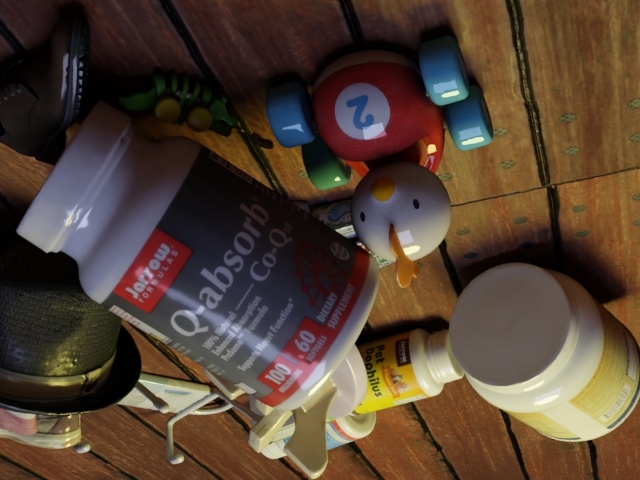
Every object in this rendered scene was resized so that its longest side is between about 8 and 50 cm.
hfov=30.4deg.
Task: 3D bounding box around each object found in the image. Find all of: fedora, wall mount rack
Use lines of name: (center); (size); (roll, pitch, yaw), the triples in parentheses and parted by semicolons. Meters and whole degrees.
fedora: (-0.368, 0.086, 1.549); (0.334, 0.334, 0.152); (13, 114, -33)
wall mount rack: (-0.268, 0.301, 2.071); (0.350, 0.130, 0.304); (15, 146, -37)

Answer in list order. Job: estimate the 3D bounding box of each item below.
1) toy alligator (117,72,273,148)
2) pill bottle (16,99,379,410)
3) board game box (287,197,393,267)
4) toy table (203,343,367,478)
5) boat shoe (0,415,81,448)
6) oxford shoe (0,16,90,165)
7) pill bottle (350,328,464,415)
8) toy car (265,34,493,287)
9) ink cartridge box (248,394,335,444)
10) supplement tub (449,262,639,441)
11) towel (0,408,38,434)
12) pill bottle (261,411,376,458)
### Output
toy alligator: (-0.130, -0.149, 1.307); (0.190, 0.056, 0.051); (14, 105, -26)
pill bottle: (-0.134, 0.016, 1.305); (0.363, 0.210, 0.210); (32, 142, -11)
board game box: (0.000, 0.000, 1.615); (0.194, 0.060, 0.194); (-13, 153, 13)
toy table: (-0.045, 0.238, 1.883); (0.161, 0.252, 0.274); (-41, 151, -25)
boat shoe: (-0.547, 0.289, 2.035); (0.285, 0.092, 0.103); (9, -170, 11)
oxford shoe: (-0.297, -0.156, 1.231); (0.096, 0.082, 0.227); (15, 144, -19)
pill bottle: (0.130, 0.220, 2.006); (0.215, 0.117, 0.117); (-18, 150, 22)
toy car: (0.078, -0.068, 1.303); (0.219, 0.237, 0.210); (-15, 152, 16)
ink cartridge box: (-0.073, 0.296, 2.119); (0.209, 0.108, 0.062); (-27, 150, 36)
supplement tub: (0.354, 0.175, 1.844); (0.228, 0.228, 0.316); (-20, 150, 25)
towel: (-0.545, 0.186, 1.777); (0.237, 0.037, 0.329); (20, 148, 3)
pill bottle: (-0.017, 0.335, 2.194); (0.222, 0.124, 0.124); (-27, 146, 33)
